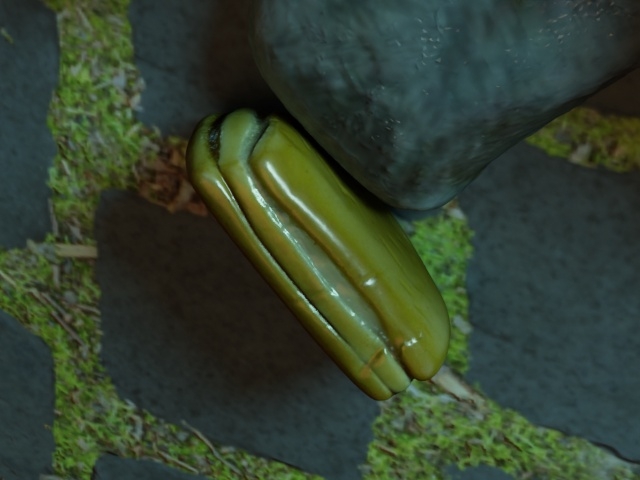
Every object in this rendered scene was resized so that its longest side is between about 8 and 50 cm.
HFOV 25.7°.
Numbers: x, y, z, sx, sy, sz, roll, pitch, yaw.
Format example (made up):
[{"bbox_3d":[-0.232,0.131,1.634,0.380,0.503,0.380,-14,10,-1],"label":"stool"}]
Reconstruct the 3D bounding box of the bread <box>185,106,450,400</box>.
[{"bbox_3d":[0.000,0.000,0.854,0.077,0.116,0.200,-34,106,19],"label":"bread"}]

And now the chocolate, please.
[{"bbox_3d":[0.084,-0.133,0.740,0.185,0.100,0.303,43,131,-11],"label":"chocolate"}]
